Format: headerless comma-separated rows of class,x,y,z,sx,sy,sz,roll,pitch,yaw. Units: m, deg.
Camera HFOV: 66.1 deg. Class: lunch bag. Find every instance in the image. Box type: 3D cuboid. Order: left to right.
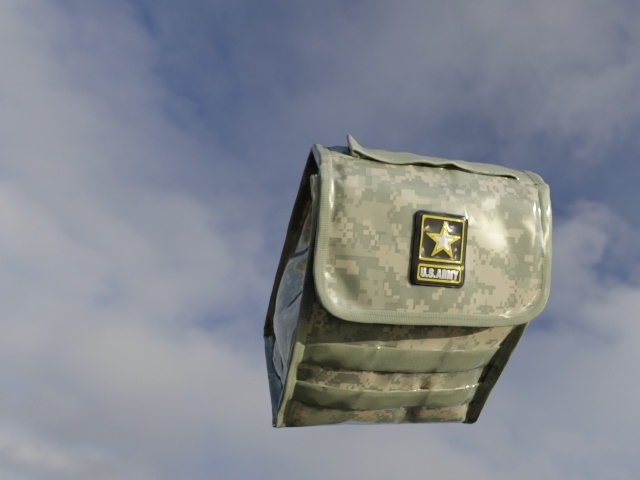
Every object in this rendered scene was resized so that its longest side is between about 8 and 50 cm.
lunch bag,0.080,0.047,0.503,0.235,0.169,0.287,4,-58,-15
